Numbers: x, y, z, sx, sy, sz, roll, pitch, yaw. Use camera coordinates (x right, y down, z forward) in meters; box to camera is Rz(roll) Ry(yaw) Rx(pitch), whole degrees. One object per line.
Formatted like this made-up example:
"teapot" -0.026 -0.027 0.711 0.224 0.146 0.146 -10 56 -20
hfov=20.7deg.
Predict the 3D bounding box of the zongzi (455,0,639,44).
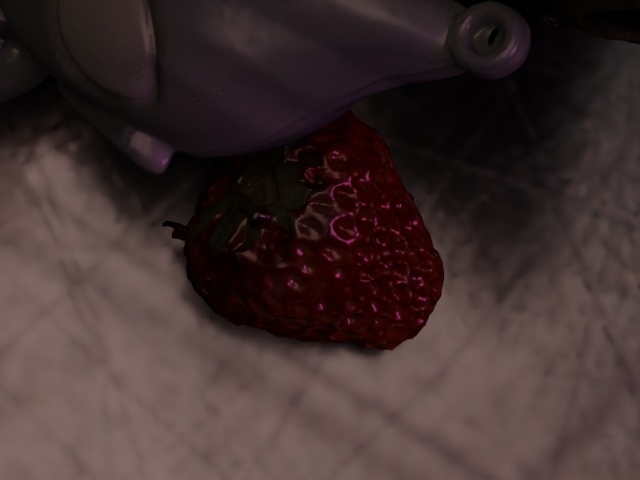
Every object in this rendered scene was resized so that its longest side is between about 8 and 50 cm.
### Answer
"zongzi" 0.058 -0.166 0.414 0.123 0.289 0.260 -25 105 -5

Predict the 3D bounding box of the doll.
"doll" -0.046 -0.070 0.490 0.227 0.075 0.102 16 83 30

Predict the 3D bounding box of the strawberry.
"strawberry" 0.000 0.000 0.527 0.083 0.073 0.073 35 78 -37
